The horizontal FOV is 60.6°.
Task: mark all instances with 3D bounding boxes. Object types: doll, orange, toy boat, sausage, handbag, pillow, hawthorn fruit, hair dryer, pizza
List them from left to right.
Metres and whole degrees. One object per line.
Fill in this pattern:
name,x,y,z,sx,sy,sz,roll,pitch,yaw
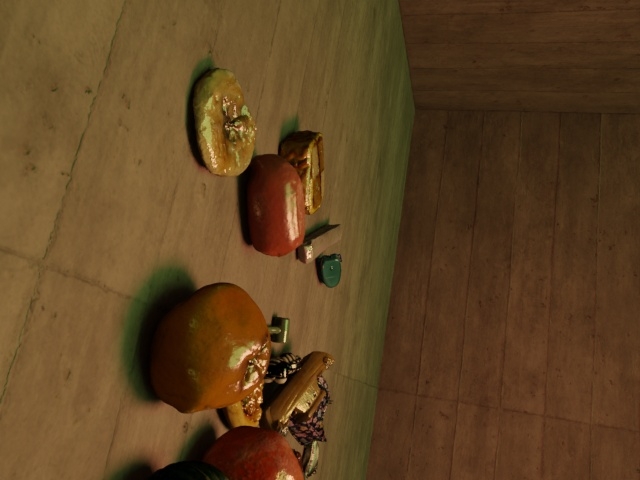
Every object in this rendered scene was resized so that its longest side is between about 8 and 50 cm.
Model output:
orange,-0.190,0.192,0.999,0.249,0.183,0.249,6,90,-75
hawthorn fruit,-0.155,0.510,1.142,0.263,0.231,0.235,43,28,-71
pizza,-0.177,0.350,1.317,0.197,0.058,0.292,-66,156,-50
hair dryer,-0.134,0.243,1.488,0.150,0.047,0.071,19,74,-63
sausage,-0.107,-0.073,1.295,0.148,0.148,0.255,-56,150,-59
doll,-0.111,0.345,1.487,0.219,0.090,0.067,8,85,-72
toy boat,-0.052,0.431,1.540,0.089,0.121,0.321,-44,179,43
handbag,-0.048,0.494,1.680,0.208,0.126,0.229,-83,152,-44
pillow,-0.036,0.776,1.952,0.091,0.055,0.136,42,51,-48
toy boat,0.032,0.098,1.946,0.110,0.091,0.175,-108,-170,-48

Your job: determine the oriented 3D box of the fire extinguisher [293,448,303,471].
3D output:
fire extinguisher,-0.077,0.740,1.819,0.056,0.039,0.132,-121,-158,-57

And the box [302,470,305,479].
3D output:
box,-0.086,0.782,1.754,0.099,0.074,0.054,-9,89,-73

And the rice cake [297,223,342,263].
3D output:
rice cake,0.000,0.000,1.820,0.365,0.056,0.073,-37,124,-69

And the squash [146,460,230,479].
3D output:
squash,-0.239,0.486,0.938,0.218,0.172,0.219,3,90,-72

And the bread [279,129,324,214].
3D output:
bread,-0.047,-0.191,1.536,0.181,0.095,0.223,-53,145,-66

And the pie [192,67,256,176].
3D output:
pie,-0.196,-0.219,1.090,0.218,0.052,0.185,70,35,-52
